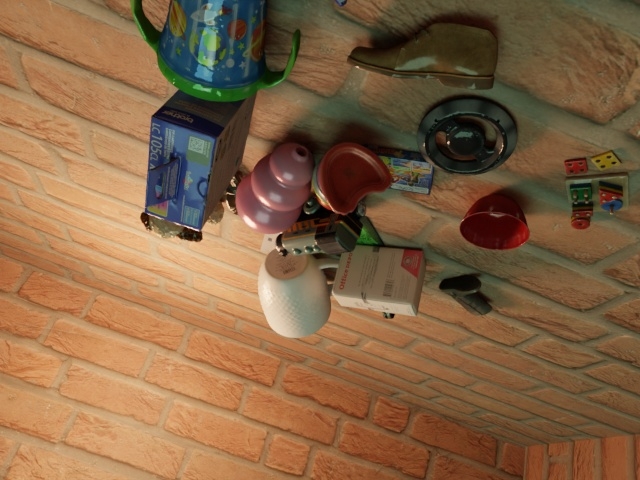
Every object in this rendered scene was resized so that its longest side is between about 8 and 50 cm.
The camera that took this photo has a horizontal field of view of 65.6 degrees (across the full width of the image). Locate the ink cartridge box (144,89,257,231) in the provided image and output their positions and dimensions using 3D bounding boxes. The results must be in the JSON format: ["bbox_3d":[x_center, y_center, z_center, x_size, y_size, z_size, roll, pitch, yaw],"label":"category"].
[{"bbox_3d":[-0.285,-0.214,1.170,0.151,0.395,0.270,18,129,-4],"label":"ink cartridge box"}]

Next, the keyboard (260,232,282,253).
[{"bbox_3d":[-0.186,-0.002,1.935,0.072,0.014,0.256,25,150,-1],"label":"keyboard"}]

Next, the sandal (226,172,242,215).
[{"bbox_3d":[-0.282,-0.174,1.655,0.090,0.060,0.219,-2,131,22],"label":"sandal"}]

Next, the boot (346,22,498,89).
[{"bbox_3d":[0.202,-0.384,1.006,0.305,0.112,0.115,12,121,19],"label":"boot"}]

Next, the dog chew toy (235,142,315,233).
[{"bbox_3d":[-0.120,-0.159,1.451,0.207,0.206,0.332,26,142,-13],"label":"dog chew toy"}]

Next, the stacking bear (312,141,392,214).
[{"bbox_3d":[0.052,-0.154,1.355,0.164,0.175,0.289,58,170,-1],"label":"stacking bear"}]

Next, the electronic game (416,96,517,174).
[{"bbox_3d":[0.345,-0.241,1.181,0.229,0.048,0.229,11,142,8],"label":"electronic game"}]

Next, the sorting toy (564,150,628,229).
[{"bbox_3d":[0.680,-0.108,1.221,0.132,0.046,0.274,-1,145,31],"label":"sorting toy"}]

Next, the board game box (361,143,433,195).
[{"bbox_3d":[0.207,-0.192,1.359,0.201,0.035,0.136,11,150,13],"label":"board game box"}]

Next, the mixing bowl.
[{"bbox_3d":[0.480,-0.062,1.360,0.181,0.098,0.181,15,151,8],"label":"mixing bowl"}]

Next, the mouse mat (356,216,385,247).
[{"bbox_3d":[0.126,-0.026,1.719,0.153,0.007,0.189,-1,146,31],"label":"mouse mat"}]

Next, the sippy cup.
[{"bbox_3d":[-0.207,-0.442,1.001,0.306,0.240,0.224,-12,149,-26],"label":"sippy cup"}]

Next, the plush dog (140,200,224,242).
[{"bbox_3d":[-0.491,-0.104,1.711,0.263,0.225,0.210,14,151,8],"label":"plush dog"}]

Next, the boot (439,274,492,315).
[{"bbox_3d":[0.555,0.208,1.802,0.208,0.076,0.190,41,159,-23],"label":"boot"}]

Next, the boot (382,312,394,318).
[{"bbox_3d":[0.179,0.230,1.857,0.179,0.236,0.085,-14,115,9],"label":"boot"}]

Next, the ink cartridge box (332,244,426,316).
[{"bbox_3d":[0.208,0.134,1.735,0.283,0.207,0.117,5,154,23],"label":"ink cartridge box"}]

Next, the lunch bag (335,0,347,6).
[{"bbox_3d":[-0.032,-0.538,0.758,0.293,0.138,0.221,33,178,-9],"label":"lunch bag"}]

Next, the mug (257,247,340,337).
[{"bbox_3d":[-0.061,0.169,1.936,0.374,0.276,0.328,-14,140,-4],"label":"mug"}]

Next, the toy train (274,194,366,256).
[{"bbox_3d":[-0.009,-0.043,1.577,0.334,0.190,0.142,-9,141,39],"label":"toy train"}]
